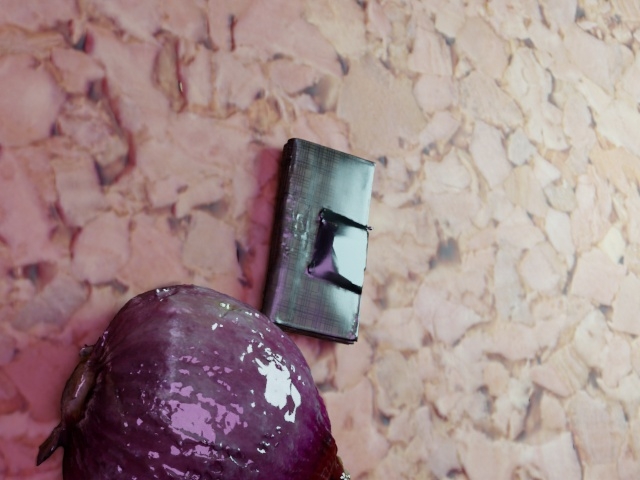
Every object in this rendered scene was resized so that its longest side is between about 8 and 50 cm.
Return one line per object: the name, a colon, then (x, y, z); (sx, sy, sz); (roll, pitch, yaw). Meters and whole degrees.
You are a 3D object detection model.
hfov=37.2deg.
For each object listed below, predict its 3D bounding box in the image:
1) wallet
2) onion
wallet: (0.000, 0.000, 1.113); (0.124, 0.042, 0.230); (14, 67, -20)
onion: (-0.079, 0.191, 0.951); (0.348, 0.159, 0.267); (23, 69, -18)
